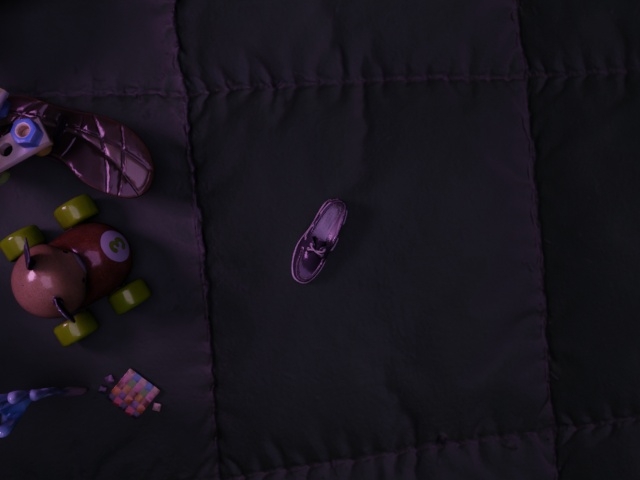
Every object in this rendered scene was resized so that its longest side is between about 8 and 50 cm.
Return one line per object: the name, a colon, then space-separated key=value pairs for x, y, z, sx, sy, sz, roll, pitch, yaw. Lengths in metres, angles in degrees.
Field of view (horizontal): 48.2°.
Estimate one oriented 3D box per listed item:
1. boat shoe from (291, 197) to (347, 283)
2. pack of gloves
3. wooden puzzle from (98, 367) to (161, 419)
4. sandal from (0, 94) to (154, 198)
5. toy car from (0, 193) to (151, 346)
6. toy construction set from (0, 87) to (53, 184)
boat shoe: x=0.000 y=0.000 z=0.958 sx=0.046 sy=0.038 sz=0.125 roll=31 pitch=85 yaw=-7
pack of gloves: x=-0.382 y=0.202 z=0.797 sx=0.195 sy=0.232 sz=0.046 roll=-10 pitch=79 yaw=-7
wooden puzzle: x=-0.245 y=0.200 z=0.933 sx=0.083 sy=0.006 sz=0.049 roll=39 pitch=84 yaw=-7
sandal: x=-0.307 y=-0.118 z=0.905 sx=0.219 sy=0.060 sz=0.090 roll=19 pitch=85 yaw=6
toy car: x=-0.297 y=0.038 z=0.834 sx=0.149 sy=0.188 sz=0.155 roll=-32 pitch=95 yaw=-8
toy construction set: x=-0.491 y=-0.065 z=0.814 sx=0.215 sy=0.151 sz=0.327 roll=35 pitch=70 yaw=10
